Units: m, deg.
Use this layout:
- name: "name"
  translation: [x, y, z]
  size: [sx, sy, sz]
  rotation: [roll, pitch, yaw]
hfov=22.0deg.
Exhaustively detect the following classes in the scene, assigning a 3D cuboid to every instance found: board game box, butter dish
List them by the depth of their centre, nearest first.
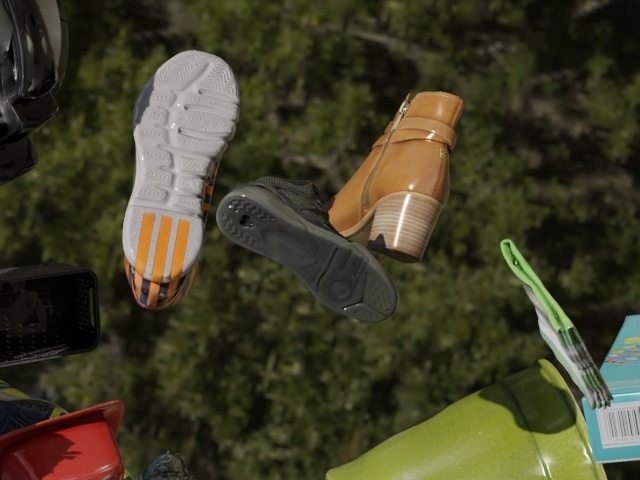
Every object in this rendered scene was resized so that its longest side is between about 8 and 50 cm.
- name: "butter dish"
  translation: [-0.260, 0.262, 1.687]
  size: [0.160, 0.118, 0.160]
  rotation: [-14, -38, -37]
- name: "board game box"
  translation: [0.452, 0.150, 1.855]
  size: [0.336, 0.253, 0.079]
  rotation: [-34, -66, -68]

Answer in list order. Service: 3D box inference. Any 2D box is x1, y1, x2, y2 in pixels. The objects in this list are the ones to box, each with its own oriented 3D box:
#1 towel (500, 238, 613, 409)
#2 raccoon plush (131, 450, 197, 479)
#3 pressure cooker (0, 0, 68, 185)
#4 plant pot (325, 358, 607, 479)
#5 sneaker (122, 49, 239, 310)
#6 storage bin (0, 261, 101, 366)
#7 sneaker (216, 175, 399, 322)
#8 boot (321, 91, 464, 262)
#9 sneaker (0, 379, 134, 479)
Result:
- name: "towel"
  translation: [0.200, 0.075, 1.420]
  size: [0.113, 0.023, 0.152]
  rotation: [57, -178, 39]
- name: "raccoon plush"
  translation: [-0.348, 0.470, 2.454]
  size: [0.299, 0.446, 0.216]
  rotation: [-43, -68, -47]
- name: "pressure cooker"
  translation: [-0.499, -0.243, 1.881]
  size: [0.370, 0.420, 0.376]
  rotation: [33, -135, -39]
- name: "plant pot"
  translation: [0.203, 0.393, 2.341]
  size: [0.366, 0.353, 0.367]
  rotation: [164, 90, -84]
- name: "sneaker"
  translation: [-0.184, -0.064, 1.993]
  size: [0.180, 0.124, 0.321]
  rotation: [114, 171, -63]
- name: "storage bin"
  translation: [-0.409, 0.102, 2.323]
  size: [0.180, 0.084, 0.122]
  rotation: [-8, -80, -37]
- name: "sneaker"
  translation: [0.000, 0.000, 1.873]
  size: [0.087, 0.227, 0.130]
  rotation: [-60, -4, 27]
- name: "boot"
  translation: [0.071, -0.086, 2.144]
  size: [0.283, 0.109, 0.220]
  rotation: [-4, 66, 62]
- name: "sneaker"
  translation: [-0.391, 0.241, 2.091]
  size: [0.145, 0.384, 0.147]
  rotation: [-59, -5, 6]
